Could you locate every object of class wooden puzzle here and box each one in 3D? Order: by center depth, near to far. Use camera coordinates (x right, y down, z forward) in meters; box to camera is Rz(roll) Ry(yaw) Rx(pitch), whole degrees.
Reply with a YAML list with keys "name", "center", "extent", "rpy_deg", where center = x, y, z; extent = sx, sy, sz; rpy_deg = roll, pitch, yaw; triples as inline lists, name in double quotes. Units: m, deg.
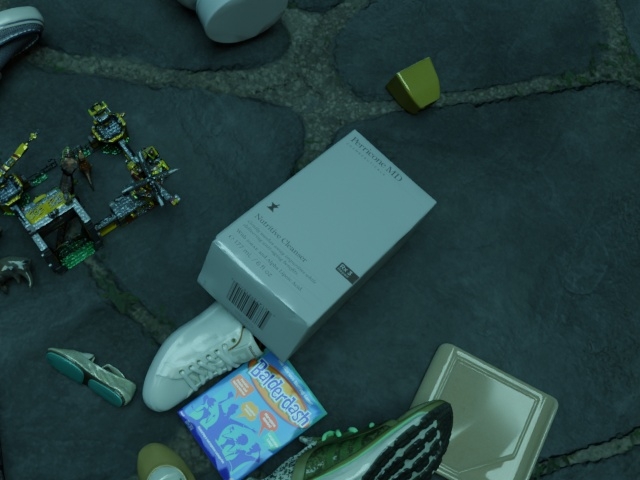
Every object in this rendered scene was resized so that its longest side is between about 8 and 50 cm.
- name: "wooden puzzle"
  center: [0.280, 0.332, 1.479]
  extent: [0.238, 0.044, 0.221]
  rpy_deg: [26, 72, 7]

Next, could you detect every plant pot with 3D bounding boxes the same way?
- name: "plant pot"
  center: [0.193, -0.302, 1.642]
  extent: [0.081, 0.081, 0.083]
  rpy_deg: [-28, 88, -14]

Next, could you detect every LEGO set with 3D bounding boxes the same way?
- name: "LEGO set"
  center: [-0.429, -0.105, 1.447]
  extent: [0.331, 0.192, 0.255]
  rpy_deg: [-27, 78, -14]

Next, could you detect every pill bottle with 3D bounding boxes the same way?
- name: "pill bottle"
  center: [-0.222, -0.603, 1.604]
  extent: [0.229, 0.229, 0.408]
  rpy_deg: [-22, 77, -13]

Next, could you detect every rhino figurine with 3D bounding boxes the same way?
- name: "rhino figurine"
  center: [-0.609, 0.016, 1.452]
  extent: [0.243, 0.073, 0.106]
  rpy_deg: [34, 71, 3]

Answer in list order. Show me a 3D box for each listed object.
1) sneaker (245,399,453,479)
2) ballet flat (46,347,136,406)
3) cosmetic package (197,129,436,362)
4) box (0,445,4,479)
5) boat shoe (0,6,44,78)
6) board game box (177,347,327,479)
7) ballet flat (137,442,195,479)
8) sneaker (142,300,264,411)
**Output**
- name: "sneaker"
  center: [0.039, 0.361, 1.378]
  extent: [0.410, 0.158, 0.182]
  rpy_deg: [-27, 39, -20]
- name: "ballet flat"
  center: [-0.397, 0.229, 1.431]
  extent: [0.168, 0.057, 0.052]
  rpy_deg: [34, 45, 1]
- name: "cosmetic package"
  center: [0.000, 0.000, 1.425]
  extent: [0.217, 0.156, 0.385]
  rpy_deg: [41, 54, 7]
- name: "box"
  center: [-0.639, 0.374, 1.345]
  extent: [0.216, 0.060, 0.270]
  rpy_deg: [-10, 75, -9]
- name: "boat shoe"
  center: [-0.641, -0.290, 1.527]
  extent: [0.340, 0.127, 0.158]
  rpy_deg: [-32, 86, -7]
- name: "board game box"
  center: [-0.119, 0.303, 1.435]
  extent: [0.210, 0.047, 0.160]
  rpy_deg: [-35, 80, -16]
- name: "ballet flat"
  center: [-0.208, 0.406, 1.224]
  extent: [0.080, 0.073, 0.232]
  rpy_deg: [-25, 76, -15]
- name: "sneaker"
  center: [-0.179, 0.189, 1.411]
  extent: [0.123, 0.106, 0.290]
  rpy_deg: [27, 67, 41]
